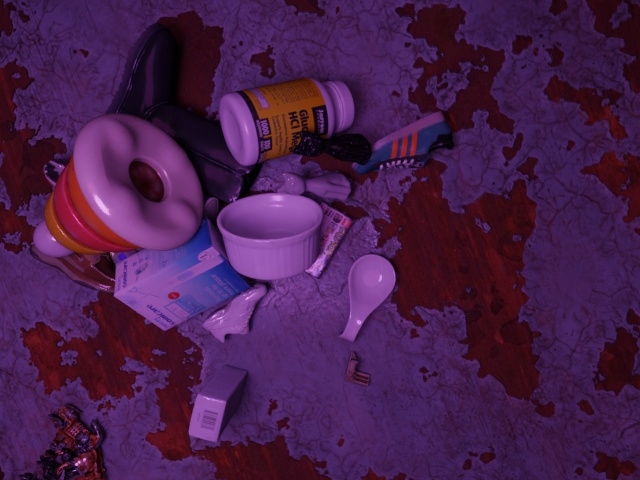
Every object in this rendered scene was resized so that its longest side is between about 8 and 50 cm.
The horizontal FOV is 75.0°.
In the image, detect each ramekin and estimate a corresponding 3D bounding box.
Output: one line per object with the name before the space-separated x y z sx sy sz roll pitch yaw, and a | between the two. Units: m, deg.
ramekin | -0.128 -0.013 1.123 0.277 0.277 0.135 0 121 3

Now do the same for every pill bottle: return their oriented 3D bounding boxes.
pill bottle | -0.083 -0.331 1.125 0.334 0.188 0.187 -22 91 -24

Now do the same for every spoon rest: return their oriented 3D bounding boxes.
spoon rest | 0.127 0.175 1.231 0.137 0.084 0.276 21 94 2

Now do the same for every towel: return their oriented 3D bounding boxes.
towel | -0.618 0.039 1.301 0.083 0.009 0.060 -33 91 3

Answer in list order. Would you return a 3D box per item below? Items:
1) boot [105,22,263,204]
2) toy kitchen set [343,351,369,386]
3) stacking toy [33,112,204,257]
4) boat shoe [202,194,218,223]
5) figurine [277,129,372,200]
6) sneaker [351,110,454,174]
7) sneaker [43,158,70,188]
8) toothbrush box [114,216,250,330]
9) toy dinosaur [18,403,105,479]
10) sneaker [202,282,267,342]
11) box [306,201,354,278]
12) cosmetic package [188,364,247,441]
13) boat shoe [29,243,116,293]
boot | -0.352 -0.350 1.203 0.445 0.146 0.367 30 101 4
toy kitchen set | 0.117 0.382 1.249 0.075 0.083 0.068 17 51 2
stacking toy | -0.584 -0.081 1.092 0.480 0.351 0.350 -20 91 26
boat shoe | -0.378 -0.035 1.228 0.079 0.095 0.254 39 120 16
figurine | 0.000 -0.199 1.136 0.210 0.092 0.214 0 136 -33
sneaker | 0.241 -0.250 1.196 0.302 0.108 0.121 -28 86 2
sneaker | -0.699 -0.130 1.261 0.279 0.118 0.107 47 56 -17
toothbrush box | -0.385 0.100 1.180 0.296 0.216 0.126 -26 47 4
toy dinosaur | -0.758 0.674 1.270 0.218 0.164 0.321 -28 69 -12
sneaker | -0.237 0.220 1.258 0.232 0.090 0.115 -38 96 13
box | 0.000 0.000 1.254 0.114 0.036 0.207 32 93 1
cosmetic package | -0.285 0.454 1.187 0.086 0.231 0.117 15 92 2
boat shoe | -0.707 0.055 1.253 0.324 0.122 0.119 27 88 2
